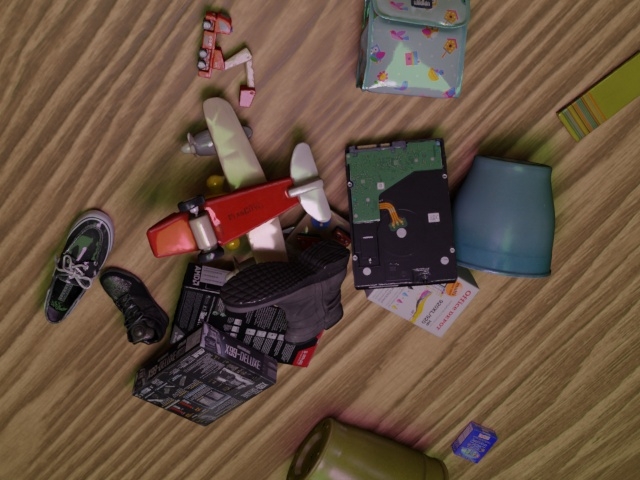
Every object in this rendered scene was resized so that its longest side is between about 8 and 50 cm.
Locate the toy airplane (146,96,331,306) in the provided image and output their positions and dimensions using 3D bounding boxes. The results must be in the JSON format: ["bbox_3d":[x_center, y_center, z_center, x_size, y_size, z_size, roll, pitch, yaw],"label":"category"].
[{"bbox_3d":[-0.174,-0.084,1.716,0.385,0.272,0.385,25,79,-27],"label":"toy airplane"}]

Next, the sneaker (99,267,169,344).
[{"bbox_3d":[-0.466,0.172,1.867,0.087,0.130,0.227,-31,114,8],"label":"sneaker"}]

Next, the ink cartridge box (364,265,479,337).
[{"bbox_3d":[0.243,0.095,1.878,0.233,0.168,0.171,29,110,-19],"label":"ink cartridge box"}]

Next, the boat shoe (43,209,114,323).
[{"bbox_3d":[-0.595,0.070,1.812,0.113,0.105,0.306,30,111,-19],"label":"boat shoe"}]

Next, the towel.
[{"bbox_3d":[0.685,-0.342,1.787,0.237,0.021,0.102,-38,120,12],"label":"towel"}]

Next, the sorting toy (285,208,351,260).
[{"bbox_3d":[0.000,0.000,1.825,0.132,0.046,0.274,34,111,-16],"label":"sorting toy"}]

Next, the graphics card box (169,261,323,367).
[{"bbox_3d":[-0.180,0.195,1.898,0.371,0.094,0.232,11,133,-12],"label":"graphics card box"}]

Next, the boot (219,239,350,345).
[{"bbox_3d":[-0.068,0.151,1.673,0.338,0.118,0.222,-17,129,-31],"label":"boot"}]

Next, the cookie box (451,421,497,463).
[{"bbox_3d":[0.460,0.604,2.234,0.092,0.040,0.107,26,112,-18],"label":"cookie box"}]

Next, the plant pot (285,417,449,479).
[{"bbox_3d":[0.106,0.685,2.096,0.353,0.366,0.366,35,109,-8],"label":"plant pot"}]

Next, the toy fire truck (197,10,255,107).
[{"bbox_3d":[-0.201,-0.398,1.646,0.135,0.047,0.192,8,115,-10],"label":"toy fire truck"}]

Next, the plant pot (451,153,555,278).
[{"bbox_3d":[0.432,-0.068,1.778,0.272,0.271,0.255,6,101,-9],"label":"plant pot"}]

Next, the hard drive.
[{"bbox_3d":[0.183,-0.061,1.729,0.237,0.064,0.338,-5,78,4],"label":"hard drive"}]

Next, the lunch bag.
[{"bbox_3d":[0.198,-0.445,1.606,0.224,0.160,0.262,5,105,-5],"label":"lunch bag"}]

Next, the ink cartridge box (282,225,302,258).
[{"bbox_3d":[-0.065,0.045,1.898,0.146,0.045,0.179,-18,111,4],"label":"ink cartridge box"}]

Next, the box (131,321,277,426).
[{"bbox_3d":[-0.300,0.357,1.942,0.242,0.076,0.307,32,128,-29],"label":"box"}]
